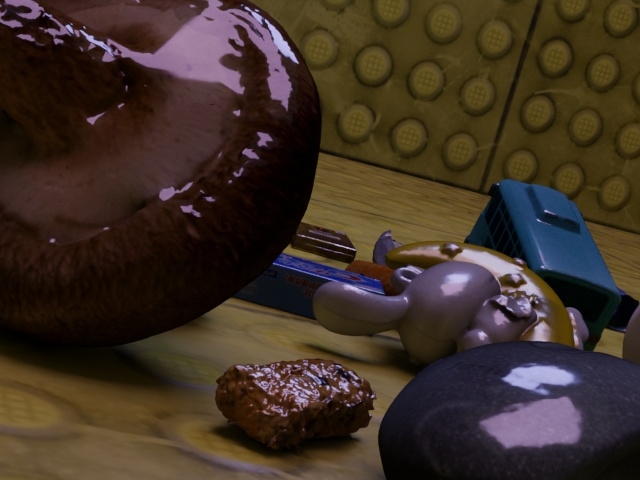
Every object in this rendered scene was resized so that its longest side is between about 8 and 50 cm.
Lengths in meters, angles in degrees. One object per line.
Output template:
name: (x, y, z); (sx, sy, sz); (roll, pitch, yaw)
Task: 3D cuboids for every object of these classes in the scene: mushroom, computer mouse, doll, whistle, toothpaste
mushroom: (-0.161, -0.074, 1.071); (0.345, 0.345, 0.239); (17, -3, 6)
computer mouse: (0.191, 0.135, 0.982); (0.203, 0.114, 0.374); (7, 2, 36)
doll: (0.147, 0.079, 1.327); (0.237, 0.111, 0.252); (36, 37, 19)
whistle: (0.415, 0.075, 2.069); (0.062, 0.062, 0.304); (14, 9, -14)
toothpaste: (-0.067, 0.036, 1.421); (0.272, 0.053, 0.066); (16, 9, -5)

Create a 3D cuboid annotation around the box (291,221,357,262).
box: (0.000, 0.000, 1.888); (0.090, 0.023, 0.133); (17, 8, -9)

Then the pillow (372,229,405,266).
pillow: (0.187, 0.065, 1.704); (0.255, 0.059, 0.169); (15, 19, -16)

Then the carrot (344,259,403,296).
carrot: (0.128, 0.078, 1.482); (0.225, 0.067, 0.067); (19, 9, 30)

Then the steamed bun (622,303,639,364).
steamed bun: (0.420, 0.141, 1.297); (0.242, 0.164, 0.146); (21, 11, 19)

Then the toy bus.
toy bus: (0.264, 0.035, 1.585); (0.128, 0.147, 0.256); (18, 26, -13)

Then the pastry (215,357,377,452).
pastry: (-0.017, 0.119, 0.976); (0.080, 0.056, 0.140); (33, 12, 23)
